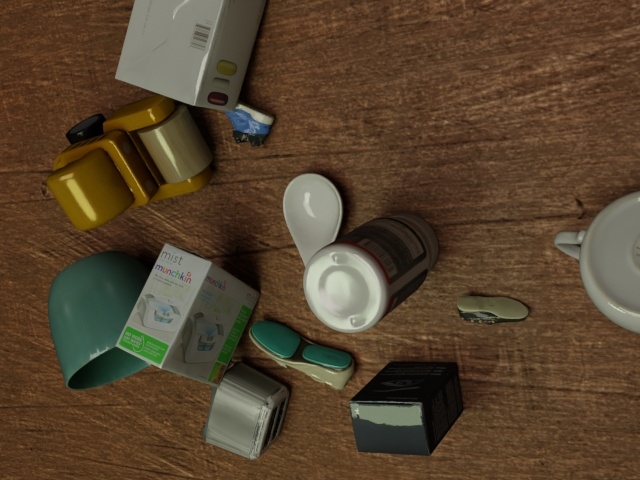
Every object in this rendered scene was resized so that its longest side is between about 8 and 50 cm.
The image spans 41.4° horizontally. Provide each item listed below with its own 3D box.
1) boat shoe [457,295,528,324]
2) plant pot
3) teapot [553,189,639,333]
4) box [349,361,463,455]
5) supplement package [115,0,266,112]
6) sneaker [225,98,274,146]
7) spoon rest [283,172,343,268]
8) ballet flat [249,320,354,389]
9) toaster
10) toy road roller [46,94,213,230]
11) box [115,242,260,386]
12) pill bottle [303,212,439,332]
[{"bbox_3d":[0.325,0.134,1.594,0.133,0.049,0.042,4,135,21],"label":"boat shoe"},{"bbox_3d":[-0.479,0.166,1.914,0.293,0.293,0.235,-39,72,32],"label":"plant pot"},{"bbox_3d":[0.543,0.046,1.372,0.253,0.187,0.256,-26,64,14],"label":"teapot"},{"bbox_3d":[0.169,0.321,1.637,0.153,0.207,0.108,-4,103,30],"label":"box"},{"bbox_3d":[-0.249,-0.407,1.654,0.204,0.145,0.261,22,102,23],"label":"supplement package"},{"bbox_3d":[-0.174,-0.246,1.744,0.152,0.058,0.084,26,107,13],"label":"sneaker"},{"bbox_3d":[0.000,0.000,1.708,0.137,0.084,0.276,-8,102,30],"label":"spoon rest"},{"bbox_3d":[-0.044,0.251,1.816,0.249,0.086,0.086,21,114,21],"label":"ballet flat"},{"bbox_3d":[-0.163,0.376,1.887,0.147,0.129,0.226,22,112,18],"label":"toaster"},{"bbox_3d":[-0.415,-0.147,1.777,0.330,0.240,0.202,-12,120,28],"label":"toy road roller"},{"bbox_3d":[-0.267,0.159,1.754,0.127,0.262,0.231,21,80,24],"label":"box"},{"bbox_3d":[0.102,0.048,1.547,0.161,0.283,0.161,9,109,27],"label":"pill bottle"}]
